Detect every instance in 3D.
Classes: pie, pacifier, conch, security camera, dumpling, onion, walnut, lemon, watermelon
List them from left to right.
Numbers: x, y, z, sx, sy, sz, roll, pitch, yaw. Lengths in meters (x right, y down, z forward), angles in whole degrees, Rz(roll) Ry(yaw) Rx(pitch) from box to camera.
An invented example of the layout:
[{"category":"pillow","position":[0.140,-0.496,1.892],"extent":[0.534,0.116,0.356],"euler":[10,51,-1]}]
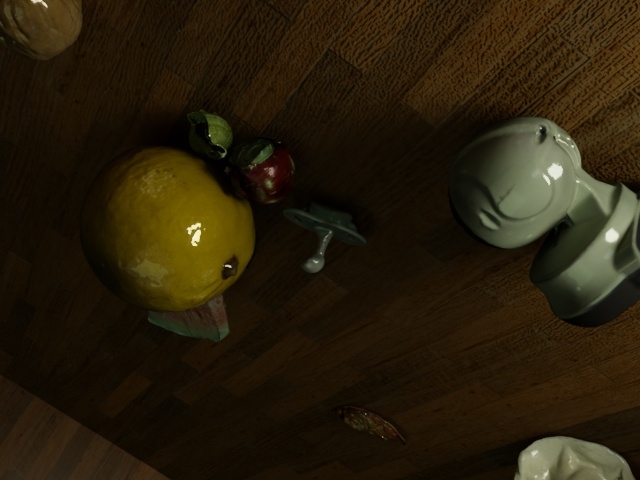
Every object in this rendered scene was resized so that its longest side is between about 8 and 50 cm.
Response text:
[{"category":"walnut","position":[-0.424,-0.347,1.309],"extent":[0.166,0.149,0.166],"euler":[54,167,18]},{"category":"lemon","position":[-0.259,-0.021,1.505],"extent":[0.297,0.297,0.297],"euler":[20,147,14]},{"category":"watermelon","position":[-0.266,0.072,1.767],"extent":[0.193,0.140,0.257],"euler":[10,141,17]},{"category":"conch","position":[-0.179,-0.167,1.423],"extent":[0.089,0.074,0.121],"euler":[49,-179,-29]},{"category":"onion","position":[-0.093,-0.106,1.411],"extent":[0.118,0.118,0.117],"euler":[56,174,-36]},{"category":"pacifier","position":[0.000,0.000,1.491],"extent":[0.150,0.117,0.127],"euler":[19,172,8]},{"category":"pie","position":[0.112,0.422,2.064],"extent":[0.191,0.033,0.088],"euler":[21,143,12]},{"category":"security camera","position":[0.294,-0.037,1.152],"extent":[0.277,0.197,0.191],"euler":[40,137,-5]},{"category":"dumpling","position":[0.535,0.504,1.779],"extent":[0.318,0.187,0.243],"euler":[10,104,13]}]

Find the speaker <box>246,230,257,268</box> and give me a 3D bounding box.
[{"category":"speaker","position":[-0.226,-0.021,1.691],"extent":[0.218,0.044,0.082],"euler":[24,147,7]}]
